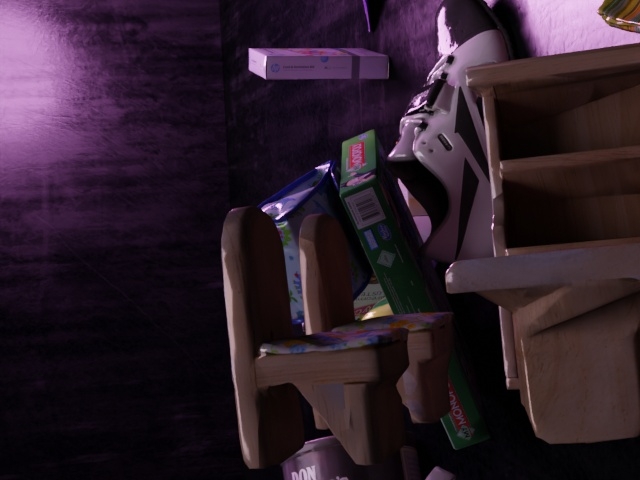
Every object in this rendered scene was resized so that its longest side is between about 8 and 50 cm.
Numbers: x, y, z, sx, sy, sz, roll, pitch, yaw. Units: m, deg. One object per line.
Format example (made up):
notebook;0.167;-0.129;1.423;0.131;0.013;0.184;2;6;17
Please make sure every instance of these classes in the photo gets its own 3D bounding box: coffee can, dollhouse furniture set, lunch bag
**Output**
coffee can;0.059;0.424;1.621;0.201;0.201;0.275;116;147;-65
dollhouse furniture set;0.170;-0.019;0.748;0.394;0.362;0.256;2;-98;-73
lunch bag;0.000;0.000;1.237;0.096;0.151;0.129;-12;110;37

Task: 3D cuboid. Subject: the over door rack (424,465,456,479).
over door rack;0.172;0.389;1.033;0.239;0.108;0.324;21;130;32

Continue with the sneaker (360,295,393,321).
sneaker;0.119;0.136;1.552;0.123;0.109;0.295;-52;-14;-17

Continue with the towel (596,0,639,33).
towel;0.280;-0.187;0.815;0.102;0.021;0.237;-60;20;7

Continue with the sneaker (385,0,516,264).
sneaker;0.140;-0.128;1.265;0.122;0.146;0.331;114;151;-65

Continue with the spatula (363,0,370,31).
spatula;0.082;-0.429;1.675;0.296;0.030;0.084;106;159;-56

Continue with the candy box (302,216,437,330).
candy box;0.063;0.043;1.581;0.196;0.164;0.070;103;161;-53

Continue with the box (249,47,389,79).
box;-0.006;-0.269;1.749;0.145;0.186;0.038;-133;42;-71

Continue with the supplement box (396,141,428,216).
supplement box;0.133;-0.080;1.477;0.036;0.062;0.098;174;92;-75

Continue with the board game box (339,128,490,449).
board game box;0.104;0.049;1.296;0.213;0.046;0.317;-87;-27;-72
